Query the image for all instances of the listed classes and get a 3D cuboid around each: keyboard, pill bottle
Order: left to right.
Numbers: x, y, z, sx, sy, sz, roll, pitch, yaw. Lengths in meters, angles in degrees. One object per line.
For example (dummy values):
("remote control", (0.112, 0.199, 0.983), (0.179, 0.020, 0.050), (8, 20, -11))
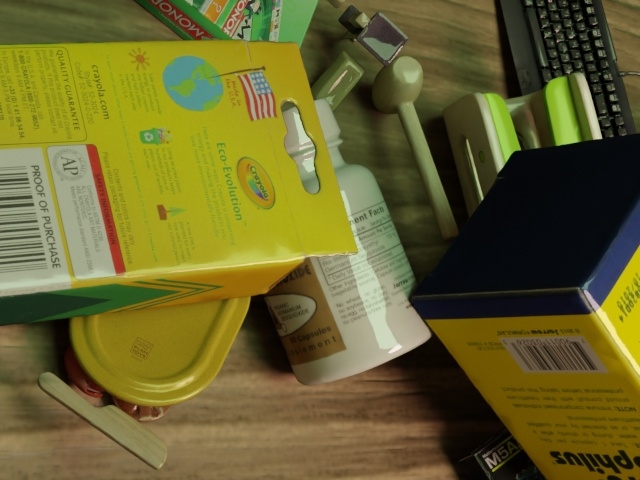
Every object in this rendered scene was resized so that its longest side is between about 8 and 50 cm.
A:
("pill bottle", (0.000, 0.000, 1.274), (0.131, 0.131, 0.229), (-23, 92, -43))
("keyboard", (0.314, -0.186, 1.604), (0.202, 0.033, 0.317), (-6, 71, -15))

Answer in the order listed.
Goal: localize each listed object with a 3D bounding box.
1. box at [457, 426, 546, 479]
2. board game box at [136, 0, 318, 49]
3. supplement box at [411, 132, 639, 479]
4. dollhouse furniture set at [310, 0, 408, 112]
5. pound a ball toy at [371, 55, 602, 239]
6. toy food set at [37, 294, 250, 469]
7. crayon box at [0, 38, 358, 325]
("box", (0.257, 0.240, 1.420), (0.191, 0.045, 0.184), (-32, 83, -29))
("board game box", (-0.074, -0.320, 1.371), (0.213, 0.046, 0.317), (38, 54, -28))
("supplement box", (0.282, 0.105, 1.277), (0.356, 0.195, 0.194), (52, 57, -24))
("dollhouse furniture set", (0.007, -0.183, 1.413), (0.091, 0.081, 0.114), (40, 86, -17))
("pound a ball toy", (0.177, -0.034, 1.468), (0.208, 0.136, 0.319), (-13, 85, -18))
("toy food set", (-0.143, 0.081, 1.173), (0.128, 0.071, 0.218), (29, 53, -4))
("crayon box", (-0.144, -0.050, 1.137), (0.319, 0.081, 0.202), (-5, 70, -29))
